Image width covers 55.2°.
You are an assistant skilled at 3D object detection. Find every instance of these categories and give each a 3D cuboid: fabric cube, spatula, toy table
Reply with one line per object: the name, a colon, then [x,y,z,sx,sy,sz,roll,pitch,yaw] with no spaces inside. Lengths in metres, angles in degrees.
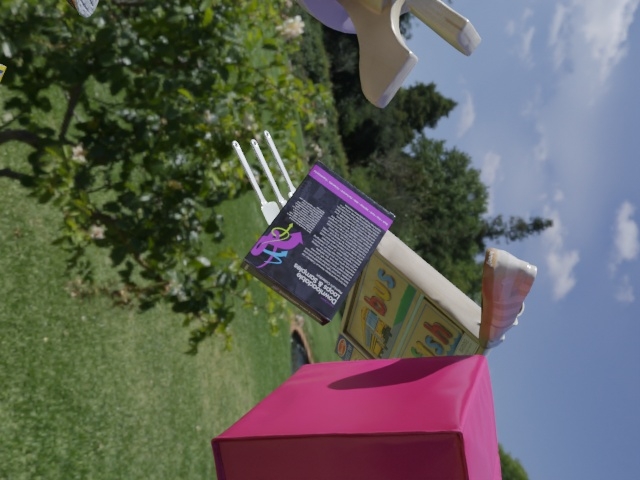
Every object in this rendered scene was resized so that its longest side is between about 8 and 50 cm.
fabric cube: [0.066,0.289,0.681,0.258,0.254,0.259,-16,99,-72]
spatula: [-0.111,-0.133,1.414,0.168,0.019,0.242,-31,98,-52]
toy table: [0.083,-0.297,0.690,0.161,0.252,0.274,42,27,24]

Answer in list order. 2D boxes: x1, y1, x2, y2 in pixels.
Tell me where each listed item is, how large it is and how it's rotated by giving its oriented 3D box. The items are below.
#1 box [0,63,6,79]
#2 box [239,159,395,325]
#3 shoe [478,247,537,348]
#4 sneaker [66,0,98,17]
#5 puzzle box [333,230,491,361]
box: [-0.701,-0.351,1.167,0.054,0.169,0.059,-64,-163,4]
box: [0.000,0.000,0.695,0.162,0.116,0.029,-55,-177,-30]
shoe: [0.232,0.083,0.771,0.219,0.058,0.076,69,29,-57]
sneaker: [-0.462,-0.472,1.117,0.061,0.065,0.158,-60,169,-10]
puzzle box: [0.157,0.188,1.140,0.272,0.052,0.409,42,-32,24]
